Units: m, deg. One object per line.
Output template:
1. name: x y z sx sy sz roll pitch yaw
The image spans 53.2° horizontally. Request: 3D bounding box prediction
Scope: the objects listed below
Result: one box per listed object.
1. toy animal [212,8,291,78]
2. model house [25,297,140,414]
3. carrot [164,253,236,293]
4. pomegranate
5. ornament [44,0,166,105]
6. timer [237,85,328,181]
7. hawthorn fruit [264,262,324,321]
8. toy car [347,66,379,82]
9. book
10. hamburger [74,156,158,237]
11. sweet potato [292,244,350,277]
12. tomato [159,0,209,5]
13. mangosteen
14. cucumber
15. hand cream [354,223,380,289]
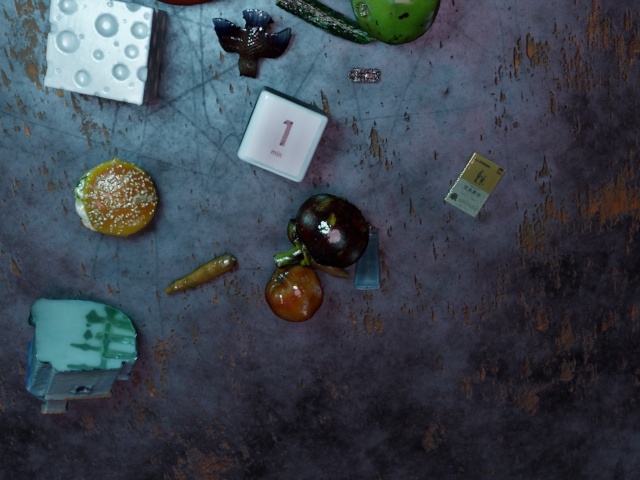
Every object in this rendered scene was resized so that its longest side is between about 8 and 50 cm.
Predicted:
1. toy animal: -0.189 -0.531 1.733 0.218 0.116 0.180 5 107 -14
2. model house: -0.740 0.377 1.946 0.294 0.252 0.329 4 133 -30
3. carrot: -0.367 0.107 1.957 0.247 0.059 0.059 -26 108 7
4. pomegranate: 0.210 -0.649 1.675 0.270 0.254 0.254 -26 109 -13
5. ornament: -0.544 -0.497 1.646 0.238 0.240 0.240 9 106 -8
6. timer: -0.107 -0.298 1.775 0.194 0.192 0.195 20 105 -11
7. hawthorn fruit: -0.069 0.170 1.946 0.179 0.179 0.200 -33 120 6
8. toy car: 0.123 -0.473 1.828 0.093 0.025 0.041 1 106 -9
9. book: 0.473 -0.170 1.966 0.118 0.012 0.172 27 103 -14
10. hamburger: -0.577 -0.117 1.816 0.236 0.147 0.237 -3 110 -7
11. sweet potato: -0.003 0.065 1.977 0.218 0.051 0.065 35 99 -14
12. tomato: -0.346 -0.727 1.599 0.298 0.226 0.299 -2 111 -6
13. mangosteen: 0.000 0.000 1.859 0.289 0.231 0.231 -42 107 0
14. cucumber: 0.019 -0.606 1.756 0.293 0.067 0.068 23 104 -14
15. hand cream: 0.152 0.053 1.998 0.083 0.048 0.224 0 114 -5
